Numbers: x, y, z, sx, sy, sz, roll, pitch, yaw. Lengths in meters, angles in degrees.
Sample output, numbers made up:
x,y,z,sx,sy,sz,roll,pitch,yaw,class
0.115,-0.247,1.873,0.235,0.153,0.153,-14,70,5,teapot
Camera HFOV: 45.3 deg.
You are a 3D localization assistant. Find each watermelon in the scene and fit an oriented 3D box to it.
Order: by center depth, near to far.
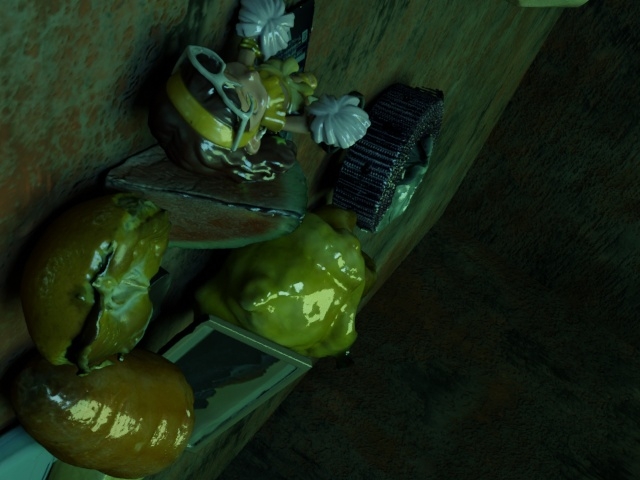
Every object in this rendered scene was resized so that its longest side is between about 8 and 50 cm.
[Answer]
x,y,z,sx,sy,sz,roll,pitch,yaw,class
-0.114,-0.030,0.771,0.202,0.207,0.136,-25,126,-37,watermelon

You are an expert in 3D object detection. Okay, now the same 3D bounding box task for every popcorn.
x,y,z,sx,sy,sz,roll,pitch,yaw,class
-0.034,0.071,1.138,0.316,0.280,0.297,-26,169,-43,popcorn

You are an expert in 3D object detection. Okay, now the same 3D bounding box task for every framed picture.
x,y,z,sx,sy,sz,roll,pitch,yaw,class
-0.170,0.207,1.070,0.265,0.192,0.018,-40,-141,26,framed picture

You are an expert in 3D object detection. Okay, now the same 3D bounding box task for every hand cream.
x,y,z,sx,sy,sz,roll,pitch,yaw,class
-0.060,-0.143,0.898,0.120,0.061,0.270,-46,161,-43,hand cream

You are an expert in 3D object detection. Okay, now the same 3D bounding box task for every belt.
x,y,z,sx,sy,sz,roll,pitch,yaw,class
0.131,-0.148,1.417,0.325,0.122,0.260,-50,160,-50,belt

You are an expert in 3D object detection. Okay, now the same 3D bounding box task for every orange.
x,y,z,sx,sy,sz,roll,pitch,yaw,class
-0.203,0.033,0.684,0.169,0.112,0.160,-77,180,-51,orange

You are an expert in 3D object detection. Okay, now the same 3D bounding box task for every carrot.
x,y,z,sx,sy,sz,roll,pitch,yaw,class
-0.250,0.176,0.849,0.159,0.159,0.225,-52,158,-10,carrot

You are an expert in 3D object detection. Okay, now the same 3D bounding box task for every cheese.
x,y,z,sx,sy,sz,roll,pitch,yaw,class
-0.315,0.328,1.140,0.123,0.094,0.167,-54,169,10,cheese

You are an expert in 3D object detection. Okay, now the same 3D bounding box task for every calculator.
x,y,z,sx,sy,sz,roll,pitch,yaw,class
-0.389,0.296,0.875,0.303,0.042,0.188,-31,154,-56,calculator

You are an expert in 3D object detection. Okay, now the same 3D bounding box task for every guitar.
x,y,z,sx,sy,sz,roll,pitch,yaw,class
-0.242,0.119,0.993,0.088,0.025,0.233,-45,166,-41,guitar

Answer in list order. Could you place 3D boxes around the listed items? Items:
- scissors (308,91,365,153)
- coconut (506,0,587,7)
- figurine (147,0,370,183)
x,y,z,sx,sy,sz,roll,pitch,yaw,class
0.011,-0.186,1.133,0.109,0.022,0.300,-60,167,9,scissors
0.374,-0.486,1.216,0.245,0.233,0.233,-59,168,11,coconut
-0.057,-0.130,0.717,0.116,0.174,0.240,-42,172,40,figurine
